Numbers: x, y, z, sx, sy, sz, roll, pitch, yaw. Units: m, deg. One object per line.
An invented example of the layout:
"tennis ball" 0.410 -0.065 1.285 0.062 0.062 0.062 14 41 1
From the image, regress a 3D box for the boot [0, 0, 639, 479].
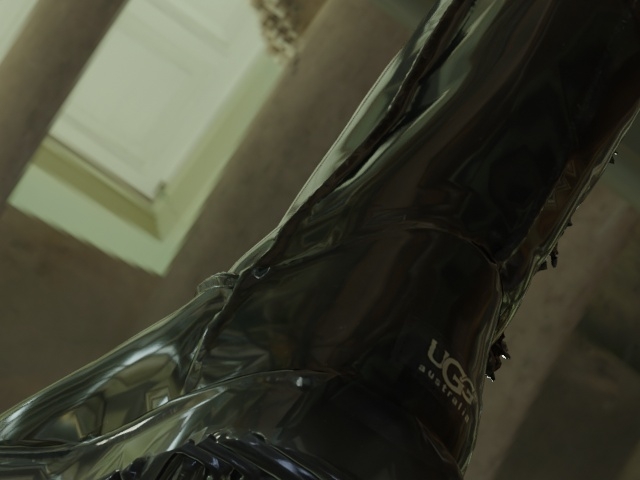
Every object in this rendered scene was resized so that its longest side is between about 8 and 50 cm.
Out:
"boot" 0.002 0.000 0.745 0.146 0.367 0.445 49 -133 -22
